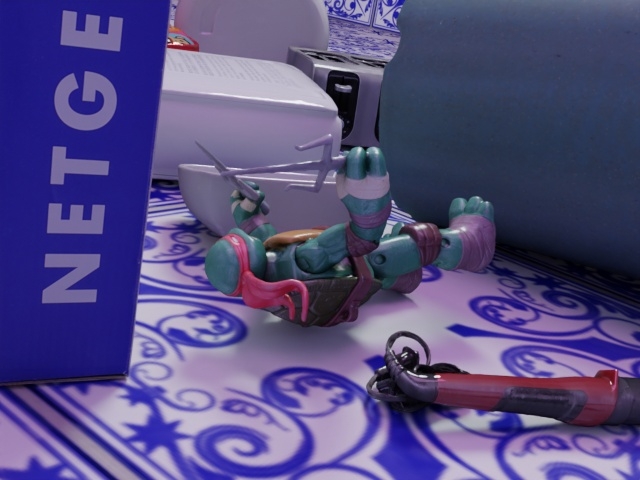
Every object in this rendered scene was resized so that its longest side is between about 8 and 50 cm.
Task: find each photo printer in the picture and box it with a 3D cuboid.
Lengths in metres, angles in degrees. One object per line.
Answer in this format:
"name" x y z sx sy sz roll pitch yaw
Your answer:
"photo printer" -0.156 -0.141 0.909 0.307 0.107 0.256 3 21 -18

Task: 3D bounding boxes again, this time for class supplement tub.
"supplement tub" -0.111 -0.346 1.347 0.228 0.228 0.316 8 19 -8

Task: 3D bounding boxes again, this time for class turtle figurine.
"turtle figurine" 0.000 0.000 0.559 0.234 0.118 0.175 5 -1 -41

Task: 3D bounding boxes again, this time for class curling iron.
"curling iron" 0.160 0.088 0.513 0.274 0.035 0.068 6 19 -12

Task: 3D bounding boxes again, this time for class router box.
"router box" -0.175 -0.130 0.515 0.082 0.335 0.301 0 22 -28

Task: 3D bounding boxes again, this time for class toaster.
"toaster" 0.038 -0.198 1.176 0.168 0.110 0.186 4 19 -19

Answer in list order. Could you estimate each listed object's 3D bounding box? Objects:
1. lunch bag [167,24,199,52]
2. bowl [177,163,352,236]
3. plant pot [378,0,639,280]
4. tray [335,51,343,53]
"lunch bag" -0.324 -0.243 1.124 0.258 0.120 0.293 -8 26 -32
"bowl" -0.046 -0.032 0.704 0.142 0.053 0.142 3 8 -20
"plant pot" 0.254 -0.117 0.764 0.334 0.341 0.341 11 17 28
"tray" 0.203 -0.264 1.519 0.411 0.076 0.203 8 18 -4
